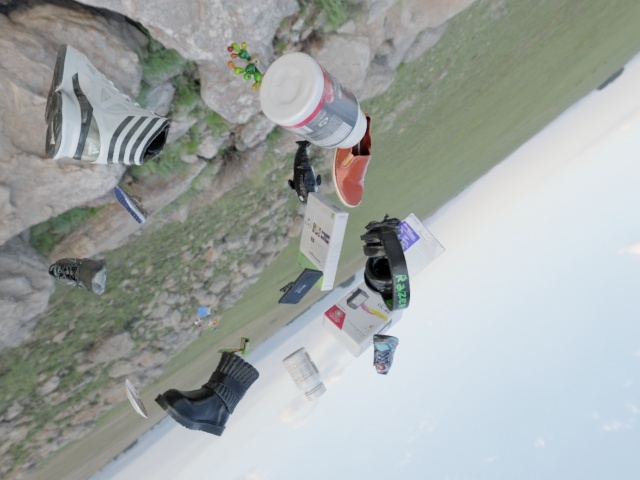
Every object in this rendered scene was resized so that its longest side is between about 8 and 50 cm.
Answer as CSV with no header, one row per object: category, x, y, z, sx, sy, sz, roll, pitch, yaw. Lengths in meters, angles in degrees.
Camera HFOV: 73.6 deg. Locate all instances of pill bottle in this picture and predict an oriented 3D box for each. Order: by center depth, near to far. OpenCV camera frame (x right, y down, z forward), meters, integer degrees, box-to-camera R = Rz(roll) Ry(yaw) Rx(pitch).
pill bottle,-0.001,-0.350,1.143,0.176,0.176,0.318,-41,157,21
pill bottle,-0.072,0.639,2.041,0.131,0.229,0.131,-32,175,-3

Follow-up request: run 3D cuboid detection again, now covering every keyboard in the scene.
keyboard,-0.079,0.152,1.413,0.108,0.023,0.180,9,133,-39

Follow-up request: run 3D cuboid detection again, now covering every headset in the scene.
headset,0.223,0.045,1.343,0.185,0.243,0.394,-11,-148,-5

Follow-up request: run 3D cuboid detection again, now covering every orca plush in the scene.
orca plush,-0.052,-0.293,1.844,0.151,0.287,0.102,8,-178,-16

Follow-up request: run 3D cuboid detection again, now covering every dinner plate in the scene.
dinner plate,-0.585,0.500,1.349,0.017,0.141,0.141,-29,170,-21

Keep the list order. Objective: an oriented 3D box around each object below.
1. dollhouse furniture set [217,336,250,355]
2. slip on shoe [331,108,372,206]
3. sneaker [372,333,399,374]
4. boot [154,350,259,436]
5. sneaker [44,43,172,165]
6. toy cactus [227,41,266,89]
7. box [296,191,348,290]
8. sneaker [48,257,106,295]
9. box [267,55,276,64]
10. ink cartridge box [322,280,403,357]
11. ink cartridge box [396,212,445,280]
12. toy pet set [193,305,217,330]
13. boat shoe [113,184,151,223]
dollhouse furniture set,-0.327,0.413,1.671,0.076,0.058,0.152,4,171,23
slip on shoe,0.109,-0.262,1.385,0.123,0.101,0.331,-15,118,-33
sneaker,0.260,0.465,1.717,0.262,0.104,0.125,75,23,-53
boot,-0.369,0.489,1.437,0.260,0.131,0.348,-57,146,-17
sneaker,-0.523,-0.314,1.064,0.257,0.447,0.169,10,127,-38
toy cactus,-0.260,-0.672,1.632,0.112,0.219,0.180,-28,-143,31
box,0.000,0.000,1.667,0.058,0.232,0.322,-1,115,-30
sneaker,-0.668,0.097,1.179,0.106,0.101,0.267,7,174,-42
box,-0.175,-0.754,1.884,0.029,0.116,0.162,-44,-150,15
ink cartridge box,0.194,0.342,1.945,0.306,0.226,0.131,-36,147,-26
ink cartridge box,0.358,0.030,1.727,0.208,0.206,0.045,-41,176,2
toy pet set,-0.573,0.383,2.103,0.122,0.114,0.065,1,178,29
boat shoe,-0.778,-0.157,1.773,0.066,0.183,0.066,-20,-162,44
